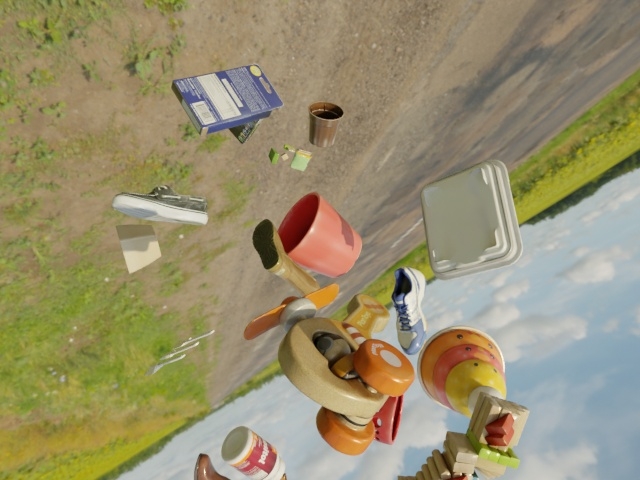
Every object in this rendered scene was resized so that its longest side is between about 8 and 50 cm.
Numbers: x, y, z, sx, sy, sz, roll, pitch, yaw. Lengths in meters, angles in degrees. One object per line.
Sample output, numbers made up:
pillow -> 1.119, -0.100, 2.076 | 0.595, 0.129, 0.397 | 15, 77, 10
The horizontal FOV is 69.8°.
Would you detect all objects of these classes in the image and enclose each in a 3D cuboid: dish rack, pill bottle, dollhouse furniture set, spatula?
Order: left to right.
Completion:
spatula -> -0.432, 0.342, 1.402 | 0.242, 0.019, 0.168 | -26, -171, 40
pill bottle -> -0.151, 0.502, 1.065 | 0.086, 0.152, 0.086 | -26, -146, 20
dollhouse furniture set -> -0.097, -0.277, 1.570 | 0.152, 0.058, 0.076 | 12, 119, -28
dish rack -> 0.423, -0.066, 1.359 | 0.286, 0.332, 0.072 | -20, 155, 39

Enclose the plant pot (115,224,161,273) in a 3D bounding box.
plant pot -> -0.516, 0.013, 1.312 | 0.096, 0.109, 0.109 | -16, 121, -23

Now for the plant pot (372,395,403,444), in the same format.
plant pot -> 0.173, 0.549, 1.509 | 0.174, 0.190, 0.191 | 10, -176, 20

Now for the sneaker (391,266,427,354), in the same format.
sneaker -> 0.282, 0.232, 1.546 | 0.112, 0.296, 0.131 | -15, 153, 38

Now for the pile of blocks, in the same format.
pile of blocks -> 0.298, 0.478, 0.936 | 0.362, 0.149, 0.112 | -48, -176, 5

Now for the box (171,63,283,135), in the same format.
box -> -0.209, -0.330, 1.063 | 0.225, 0.136, 0.036 | -27, 170, -32

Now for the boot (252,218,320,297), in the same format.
boot -> -0.113, 0.080, 1.573 | 0.089, 0.236, 0.269 | -30, 138, 15

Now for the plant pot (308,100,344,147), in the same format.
plant pot -> 0.015, -0.535, 2.140 | 0.167, 0.167, 0.165 | -25, 146, -31

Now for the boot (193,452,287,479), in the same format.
boot -> -0.248, 0.787, 1.475 | 0.281, 0.263, 0.096 | -10, -172, 8

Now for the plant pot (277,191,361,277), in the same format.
plant pot -> 0.000, 0.000, 1.691 | 0.275, 0.243, 0.274 | -40, -150, 30

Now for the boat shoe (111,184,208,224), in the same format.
boat shoe -> -0.546, -0.131, 1.585 | 0.121, 0.119, 0.335 | -10, 165, 43

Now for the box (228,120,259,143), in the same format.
box -> -0.321, -0.499, 1.790 | 0.045, 0.184, 0.191 | -47, -172, -37

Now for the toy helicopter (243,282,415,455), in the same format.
toy helicopter -> 0.033, 0.153, 0.749 | 0.140, 0.235, 0.355 | -62, 169, 17

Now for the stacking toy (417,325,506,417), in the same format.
stacking toy -> 0.561, 0.528, 1.663 | 0.351, 0.350, 0.480 | -32, -178, 3
